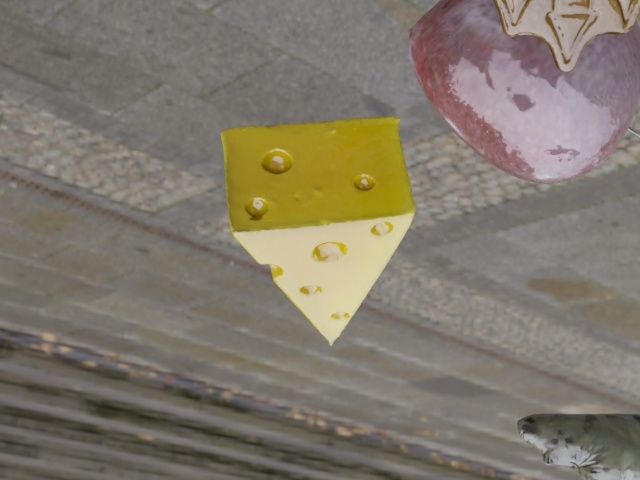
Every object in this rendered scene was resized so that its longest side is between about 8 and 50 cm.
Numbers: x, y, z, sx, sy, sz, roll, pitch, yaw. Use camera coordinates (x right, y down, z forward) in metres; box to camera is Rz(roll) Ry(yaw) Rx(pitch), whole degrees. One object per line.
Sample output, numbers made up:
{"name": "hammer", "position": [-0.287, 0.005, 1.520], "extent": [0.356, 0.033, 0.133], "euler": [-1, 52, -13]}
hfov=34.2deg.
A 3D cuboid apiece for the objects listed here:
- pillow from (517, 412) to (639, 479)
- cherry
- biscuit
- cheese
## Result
{"name": "pillow", "position": [0.332, 0.229, 1.117], "extent": [0.241, 0.093, 0.051], "euler": [5, 140, -11]}
{"name": "cherry", "position": [0.251, -0.204, 1.232], "extent": [0.308, 0.261, 0.221], "euler": [24, 141, 2]}
{"name": "biscuit", "position": [0.240, -0.270, 0.998], "extent": [0.182, 0.215, 0.034], "euler": [-2, -171, -2]}
{"name": "cheese", "position": [0.000, 0.000, 0.770], "extent": [0.126, 0.093, 0.171], "euler": [-6, 147, -3]}
